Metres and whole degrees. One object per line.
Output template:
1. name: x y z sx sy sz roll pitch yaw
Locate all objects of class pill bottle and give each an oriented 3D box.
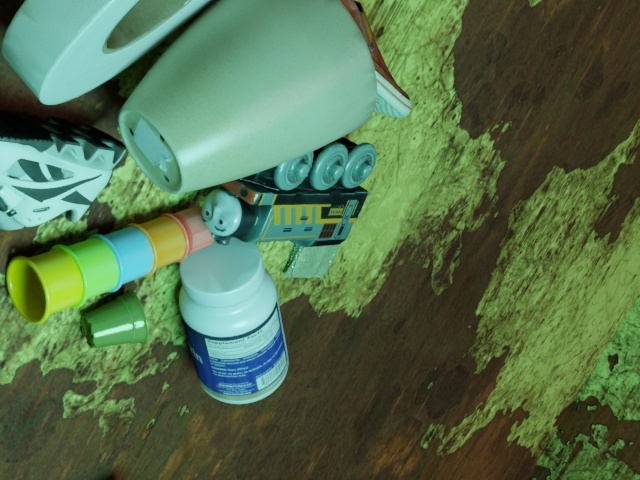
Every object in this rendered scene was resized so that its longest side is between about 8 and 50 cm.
1. pill bottle: -0.137 0.121 1.986 0.153 0.153 0.264 -36 143 -25

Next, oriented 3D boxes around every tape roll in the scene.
1. tape roll: -0.181 -0.301 1.426 0.392 0.072 0.392 -41 -179 1

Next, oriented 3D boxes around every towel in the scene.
1. towel: 0.000 0.000 2.161 0.110 0.027 0.148 -3 122 -51

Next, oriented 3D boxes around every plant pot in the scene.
1. plant pot: -0.114 -0.185 1.634 0.274 0.256 0.256 -37 143 -26
2. plant pot: -0.303 0.121 1.859 0.079 0.083 0.083 -16 133 -26

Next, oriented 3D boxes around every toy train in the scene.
1. toy train: -0.043 -0.081 1.905 0.334 0.142 0.190 -5 121 -57

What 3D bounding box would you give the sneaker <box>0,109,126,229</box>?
1. sneaker: -0.379 -0.079 1.529 0.330 0.122 0.146 11 109 -54

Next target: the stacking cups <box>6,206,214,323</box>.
1. stacking cups: -0.283 0.026 1.787 0.316 0.096 0.096 -22 135 -45

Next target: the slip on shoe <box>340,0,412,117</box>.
1. slip on shoe: 0.034 -0.288 1.810 0.331 0.123 0.101 44 73 -35
